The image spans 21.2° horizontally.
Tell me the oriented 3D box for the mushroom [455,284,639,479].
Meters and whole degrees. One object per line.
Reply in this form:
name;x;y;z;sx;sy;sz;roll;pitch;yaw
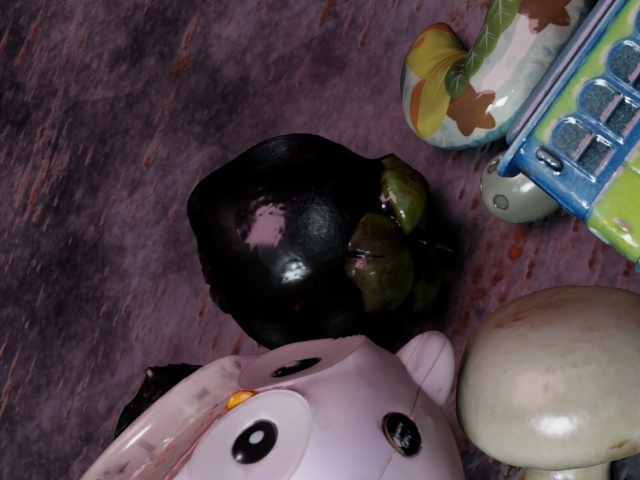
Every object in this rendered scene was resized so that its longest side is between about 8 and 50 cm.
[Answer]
mushroom;0.211;0.135;1.377;0.206;0.206;0.209;-24;77;34

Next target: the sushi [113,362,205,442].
sushi;-0.145;0.233;1.707;0.127;0.124;0.225;3;73;43

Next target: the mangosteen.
mangosteen;0.000;0.000;1.619;0.243;0.243;0.243;-22;55;36

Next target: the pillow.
pillow;0.167;-0.193;1.667;0.233;0.086;0.214;-55;32;12

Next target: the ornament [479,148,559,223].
ornament;0.216;-0.066;1.550;0.156;0.075;0.081;-23;45;37

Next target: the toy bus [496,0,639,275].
toy bus;0.302;-0.135;1.386;0.190;0.152;0.312;36;99;9

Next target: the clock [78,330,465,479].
clock;-0.040;0.248;1.370;0.376;0.250;0.368;-37;14;37
